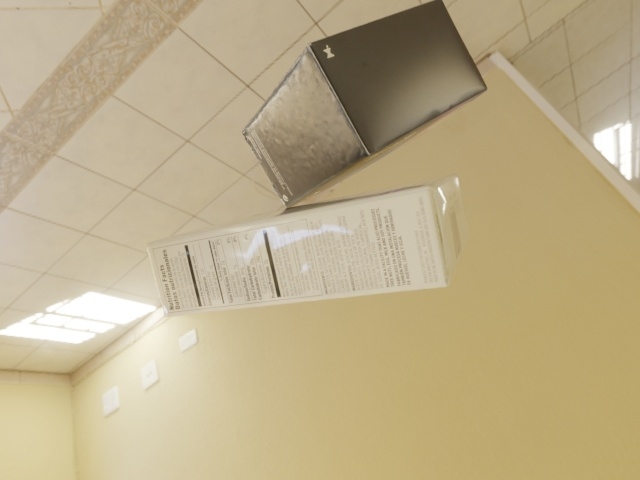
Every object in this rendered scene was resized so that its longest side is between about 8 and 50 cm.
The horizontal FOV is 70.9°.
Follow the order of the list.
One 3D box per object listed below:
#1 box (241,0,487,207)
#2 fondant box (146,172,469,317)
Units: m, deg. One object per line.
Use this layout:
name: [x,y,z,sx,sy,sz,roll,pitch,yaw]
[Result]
box: [0.065,-0.223,0.784,0.296,0.183,0.294,-33,-176,-28]
fondant box: [0.000,0.000,0.554,0.330,0.096,0.238,-8,-173,24]
